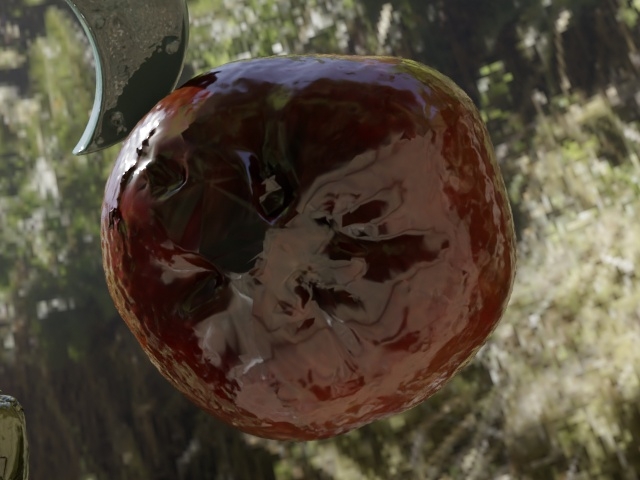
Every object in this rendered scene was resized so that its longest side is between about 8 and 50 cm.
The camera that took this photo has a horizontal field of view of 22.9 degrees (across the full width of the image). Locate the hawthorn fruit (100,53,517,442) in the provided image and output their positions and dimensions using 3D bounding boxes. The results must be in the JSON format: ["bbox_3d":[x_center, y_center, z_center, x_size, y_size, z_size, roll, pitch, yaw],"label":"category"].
[{"bbox_3d":[0.006,0.003,1.113,0.295,0.295,0.311,-37,-26,27],"label":"hawthorn fruit"}]

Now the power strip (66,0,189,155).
[{"bbox_3d":[-0.172,-0.176,1.126,0.137,0.044,0.216,-29,-72,0],"label":"power strip"}]

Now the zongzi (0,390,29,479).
[{"bbox_3d":[-0.272,0.191,1.277,0.055,0.119,0.109,8,-63,5],"label":"zongzi"}]
